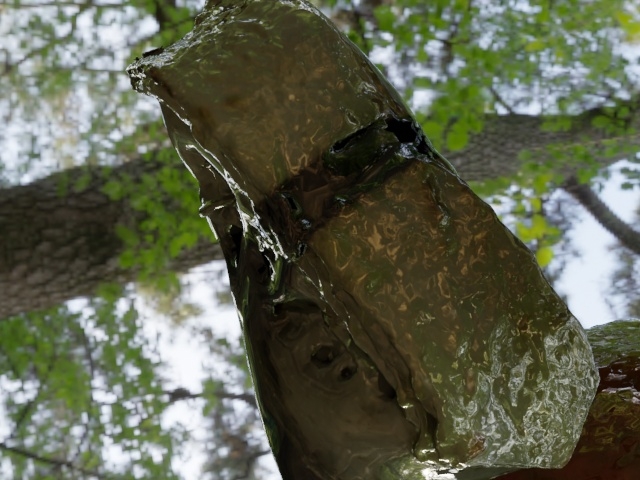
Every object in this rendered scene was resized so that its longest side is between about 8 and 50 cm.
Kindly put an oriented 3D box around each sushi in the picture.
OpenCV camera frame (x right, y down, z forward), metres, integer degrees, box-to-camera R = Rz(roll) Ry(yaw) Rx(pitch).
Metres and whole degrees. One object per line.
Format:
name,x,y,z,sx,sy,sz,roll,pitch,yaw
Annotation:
sushi,0.012,-0.016,0.451,0.109,0.134,0.273,145,-77,-81

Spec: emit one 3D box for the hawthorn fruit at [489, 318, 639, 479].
hawthorn fruit,0.248,0.225,0.706,0.402,0.402,0.403,6,-82,49
